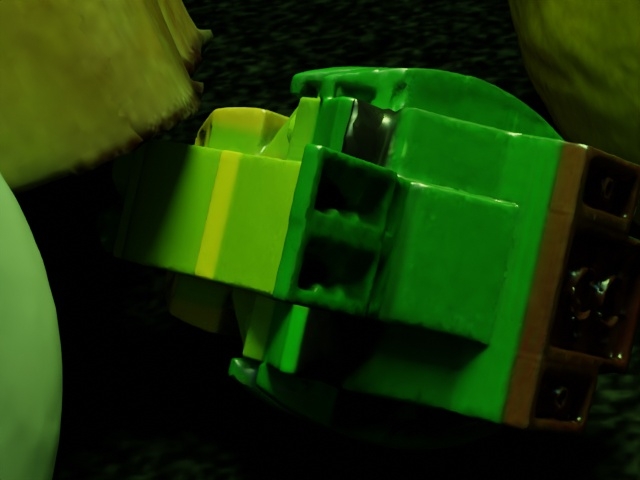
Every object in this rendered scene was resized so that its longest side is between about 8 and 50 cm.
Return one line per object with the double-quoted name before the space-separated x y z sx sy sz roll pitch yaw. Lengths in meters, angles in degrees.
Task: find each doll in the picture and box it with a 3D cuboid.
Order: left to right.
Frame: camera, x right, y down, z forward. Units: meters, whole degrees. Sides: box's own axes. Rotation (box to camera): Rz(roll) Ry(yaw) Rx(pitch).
"doll" 0.008 0.001 0.570 0.134 0.106 0.186 11 0 -29

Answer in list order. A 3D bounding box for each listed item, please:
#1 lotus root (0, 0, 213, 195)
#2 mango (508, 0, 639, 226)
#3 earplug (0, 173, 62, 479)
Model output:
"lotus root" -0.218 -0.090 0.648 0.316 0.250 0.316 -29 9 5
"mango" 0.149 -0.087 0.606 0.142 0.195 0.331 -3 29 -20
"earplug" -0.185 0.069 0.413 0.175 0.214 0.325 -32 15 44
